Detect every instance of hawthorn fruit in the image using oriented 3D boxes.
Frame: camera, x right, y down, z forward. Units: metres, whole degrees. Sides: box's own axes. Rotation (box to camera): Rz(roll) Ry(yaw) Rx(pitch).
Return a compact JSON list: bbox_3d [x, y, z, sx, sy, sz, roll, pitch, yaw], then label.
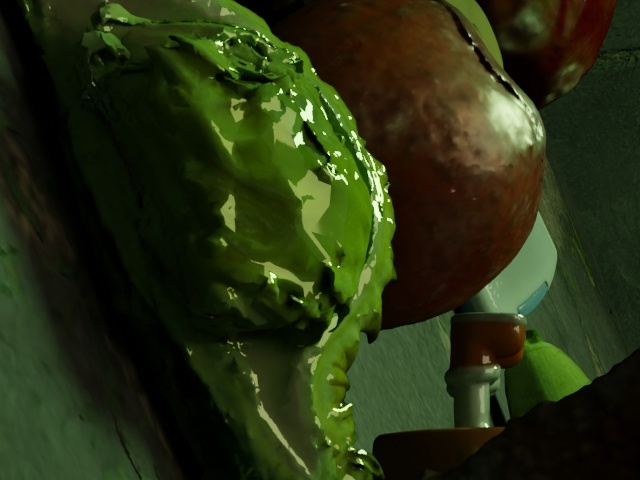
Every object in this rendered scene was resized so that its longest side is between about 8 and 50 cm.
[{"bbox_3d":[0.021,-0.034,0.777,0.173,0.173,0.173,60,14,-27],"label":"hawthorn fruit"}]

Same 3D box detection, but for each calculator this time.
[{"bbox_3d":[0.134,-0.025,1.366,0.121,0.039,0.210,-39,110,-37],"label":"calculator"}]

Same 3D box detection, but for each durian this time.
[{"bbox_3d":[-0.035,-0.014,0.644,0.375,0.107,0.132,64,18,8],"label":"durian"}]

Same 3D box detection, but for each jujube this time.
[{"bbox_3d":[0.149,-0.293,1.535,0.276,0.276,0.377,47,23,-57],"label":"jujube"}]

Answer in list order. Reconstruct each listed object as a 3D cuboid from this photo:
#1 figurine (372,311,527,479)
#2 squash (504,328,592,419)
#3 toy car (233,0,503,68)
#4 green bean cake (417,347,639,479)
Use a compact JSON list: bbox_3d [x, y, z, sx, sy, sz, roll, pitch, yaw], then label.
[{"bbox_3d":[0.071,0.169,0.734,0.143,0.143,0.271,40,64,-63],"label":"figurine"},{"bbox_3d":[0.228,0.222,1.270,0.118,0.118,0.370,45,24,-59],"label":"squash"},{"bbox_3d":[0.043,-0.103,0.997,0.200,0.142,0.248,62,5,-20],"label":"toy car"},{"bbox_3d":[0.053,0.136,0.450,0.097,0.233,0.198,59,11,-45],"label":"green bean cake"}]
